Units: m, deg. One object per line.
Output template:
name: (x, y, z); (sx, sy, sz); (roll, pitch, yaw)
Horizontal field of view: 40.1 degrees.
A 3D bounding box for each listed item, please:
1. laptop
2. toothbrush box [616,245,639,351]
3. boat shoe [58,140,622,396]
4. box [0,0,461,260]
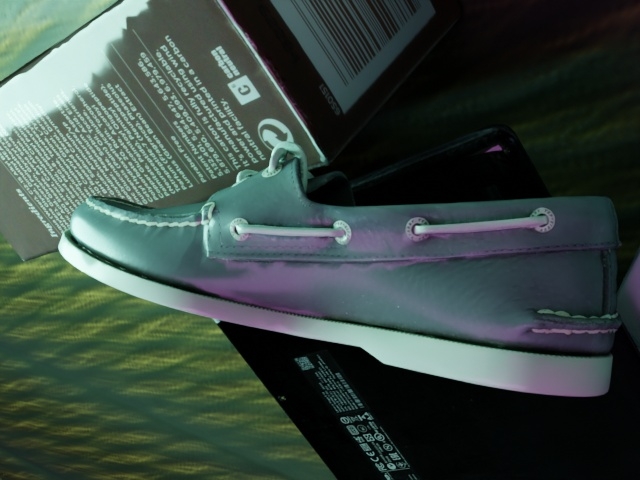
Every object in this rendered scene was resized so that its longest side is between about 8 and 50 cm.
laptop: (0.082, 0.080, 0.703); (0.407, 0.236, 0.382); (-20, 115, 37)
toothbrush box: (0.297, -0.002, 0.470); (0.216, 0.126, 0.296); (27, 142, 18)
boat shoe: (0.000, 0.000, 0.473); (0.319, 0.116, 0.099); (12, 94, 25)
box: (-0.110, -0.117, 0.641); (0.381, 0.191, 0.143); (-15, 117, 46)
